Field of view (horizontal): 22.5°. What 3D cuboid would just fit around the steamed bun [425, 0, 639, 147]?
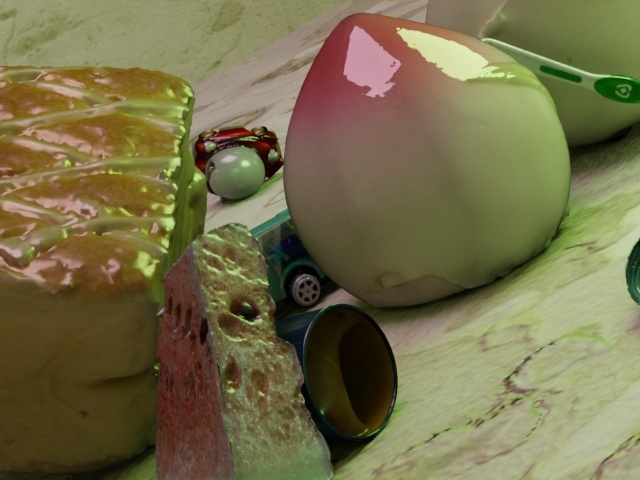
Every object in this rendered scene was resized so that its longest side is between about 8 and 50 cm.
[{"bbox_3d":[0.293,-0.273,1.846,0.334,0.334,0.374,-40,-10,-47],"label":"steamed bun"}]

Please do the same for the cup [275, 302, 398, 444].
[{"bbox_3d":[-0.013,0.130,1.382,0.138,0.150,0.113,-15,51,41],"label":"cup"}]

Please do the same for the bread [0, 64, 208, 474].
[{"bbox_3d":[-0.310,0.020,1.596,0.390,0.279,0.371,3,37,-1],"label":"bread"}]

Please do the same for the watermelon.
[{"bbox_3d":[-0.081,0.104,1.303,0.094,0.241,0.154,0,-11,-37],"label":"watermelon"}]

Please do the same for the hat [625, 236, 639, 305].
[{"bbox_3d":[0.319,-0.010,1.334,0.138,0.078,0.191,-19,14,29],"label":"hat"}]

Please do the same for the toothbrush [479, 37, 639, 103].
[{"bbox_3d":[0.308,-0.161,1.680,0.304,0.030,0.030,18,25,9],"label":"toothbrush"}]

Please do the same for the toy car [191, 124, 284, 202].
[{"bbox_3d":[-0.125,-0.114,2.496,0.139,0.112,0.112,-16,28,-1],"label":"toy car"}]

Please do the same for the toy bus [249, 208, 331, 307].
[{"bbox_3d":[0.000,0.000,1.817,0.262,0.109,0.091,-29,8,-22],"label":"toy bus"}]

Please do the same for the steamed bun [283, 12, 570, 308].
[{"bbox_3d":[0.093,-0.101,1.642,0.309,0.309,0.309,-24,13,6],"label":"steamed bun"}]
